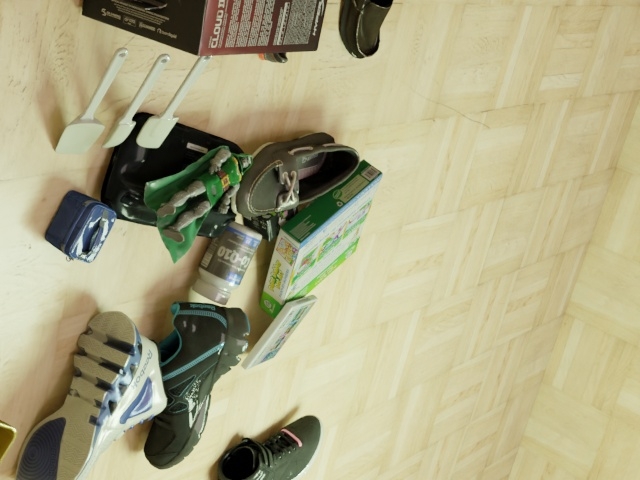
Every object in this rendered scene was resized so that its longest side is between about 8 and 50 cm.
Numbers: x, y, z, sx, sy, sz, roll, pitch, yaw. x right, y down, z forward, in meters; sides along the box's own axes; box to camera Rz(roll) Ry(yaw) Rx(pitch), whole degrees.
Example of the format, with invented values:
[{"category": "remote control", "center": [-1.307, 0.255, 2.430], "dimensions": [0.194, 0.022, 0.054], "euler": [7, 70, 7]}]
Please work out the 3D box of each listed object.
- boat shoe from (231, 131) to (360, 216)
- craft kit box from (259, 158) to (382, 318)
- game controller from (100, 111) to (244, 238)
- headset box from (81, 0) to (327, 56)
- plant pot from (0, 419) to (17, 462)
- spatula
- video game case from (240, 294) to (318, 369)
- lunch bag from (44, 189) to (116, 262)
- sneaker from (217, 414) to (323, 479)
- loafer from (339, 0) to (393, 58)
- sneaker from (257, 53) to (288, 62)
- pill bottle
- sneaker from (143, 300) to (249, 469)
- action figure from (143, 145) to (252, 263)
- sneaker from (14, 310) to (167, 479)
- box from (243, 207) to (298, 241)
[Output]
[{"category": "boat shoe", "center": [-0.037, -0.117, 2.046], "dimensions": [0.335, 0.095, 0.112], "euler": [-35, 134, -58]}, {"category": "craft kit box", "center": [0.000, 0.000, 2.228], "dimensions": [0.250, 0.061, 0.247], "euler": [-40, 158, -35]}, {"category": "game controller", "center": [-0.223, -0.097, 1.871], "dimensions": [0.319, 0.067, 0.167], "euler": [14, 87, -61]}, {"category": "headset box", "center": [-0.161, -0.330, 1.605], "dimensions": [0.293, 0.218, 0.110], "euler": [-16, 123, -54]}, {"category": "plant pot", "center": [-0.553, 0.264, 1.482], "dimensions": [0.212, 0.187, 0.212], "euler": [-60, 151, -7]}, {"category": "spatula", "center": [-0.253, -0.185, 1.612], "dimensions": [0.168, 0.019, 0.242], "euler": [-2, 154, -32]}, {"category": "video game case", "center": [-0.078, 0.174, 2.274], "dimensions": [0.157, 0.019, 0.143], "euler": [-54, 167, 15]}, {"category": "lunch bag", "center": [-0.345, -0.015, 1.717], "dimensions": [0.098, 0.065, 0.067], "euler": [-64, 151, -1]}, {"category": "sneaker", "center": [-0.099, 0.438, 2.430], "dimensions": [0.295, 0.104, 0.147], "euler": [-40, 149, -28]}, {"category": "loafer", "center": [0.085, -0.409, 2.079], "dimensions": [0.080, 0.078, 0.220], "euler": [-41, 144, -34]}, {"category": "sneaker", "center": [-0.051, -0.359, 1.915], "dimensions": [0.061, 0.065, 0.158], "euler": [-11, 122, -55]}, {"category": "pill bottle", "center": [-0.162, 0.036, 2.038], "dimensions": [0.078, 0.078, 0.137], "euler": [23, 93, -61]}, {"category": "sneaker", "center": [-0.250, 0.245, 2.058], "dimensions": [0.139, 0.125, 0.341], "euler": [16, 112, -25]}, {"category": "action figure", "center": [-0.174, -0.080, 1.837], "dimensions": [0.232, 0.063, 0.137], "euler": [-48, 134, -48]}, {"category": "sneaker", "center": [-0.337, 0.280, 1.903], "dimensions": [0.316, 0.127, 0.182], "euler": [-63, 149, -4]}, {"category": "box", "center": [-0.088, -0.050, 2.104], "dimensions": [0.083, 0.062, 0.052], "euler": [-41, 144, -34]}]
